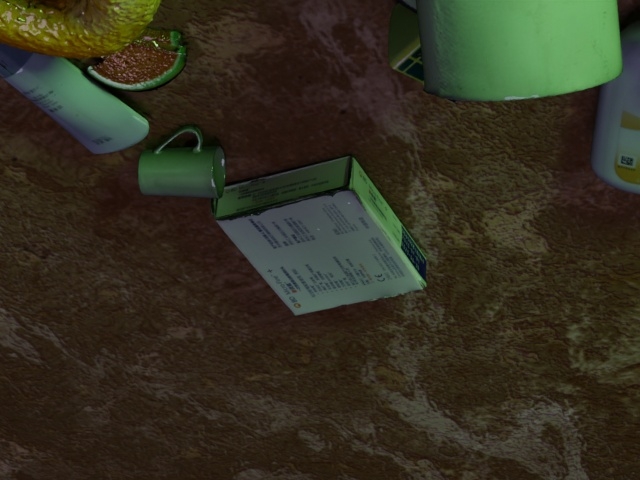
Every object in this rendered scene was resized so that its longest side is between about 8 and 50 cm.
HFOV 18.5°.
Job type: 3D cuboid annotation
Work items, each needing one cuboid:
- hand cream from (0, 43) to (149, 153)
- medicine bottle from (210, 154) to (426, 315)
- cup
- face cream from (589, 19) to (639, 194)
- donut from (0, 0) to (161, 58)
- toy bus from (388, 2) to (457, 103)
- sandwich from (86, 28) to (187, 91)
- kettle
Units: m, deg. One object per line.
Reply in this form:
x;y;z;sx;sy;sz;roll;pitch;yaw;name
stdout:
-0.275;-0.161;1.942;0.079;0.048;0.255;-16;141;35;hand cream
0.000;0.000;2.116;0.171;0.052;0.201;-13;140;24;medicine bottle
-0.145;-0.076;2.031;0.083;0.054;0.075;0;144;11;cup
0.336;-0.151;1.852;0.144;0.071;0.291;4;143;2;face cream
-0.246;-0.258;1.762;0.253;0.118;0.253;7;158;3;donut
0.143;-0.212;1.782;0.101;0.088;0.175;24;140;-24;toy bus
-0.174;-0.178;1.924;0.069;0.026;0.101;33;132;-26;sandwich
0.131;-0.253;1.612;0.240;0.165;0.255;8;113;44;kettle
